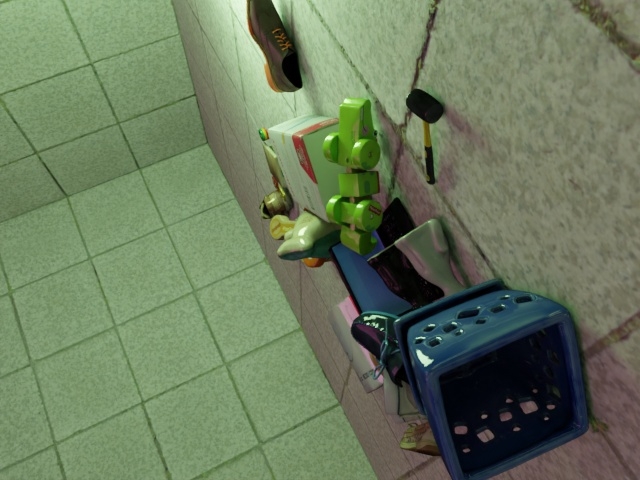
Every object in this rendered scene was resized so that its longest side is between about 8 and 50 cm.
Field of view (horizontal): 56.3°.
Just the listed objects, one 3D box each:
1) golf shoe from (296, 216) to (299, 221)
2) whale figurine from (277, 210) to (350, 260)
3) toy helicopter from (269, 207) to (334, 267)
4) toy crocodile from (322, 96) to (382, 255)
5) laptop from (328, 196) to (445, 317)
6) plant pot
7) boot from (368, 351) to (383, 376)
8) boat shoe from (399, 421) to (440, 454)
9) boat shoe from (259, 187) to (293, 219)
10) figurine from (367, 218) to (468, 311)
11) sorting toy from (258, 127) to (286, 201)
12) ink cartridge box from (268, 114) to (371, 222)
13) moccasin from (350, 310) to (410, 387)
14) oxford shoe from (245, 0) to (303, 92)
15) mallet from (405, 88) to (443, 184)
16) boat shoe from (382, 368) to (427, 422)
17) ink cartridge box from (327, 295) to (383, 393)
[{"bbox_3d":[-0.026,-0.045,2.007,0.094,0.077,0.198,68,169,-10],"label":"golf shoe"},{"bbox_3d":[0.000,0.000,1.575,0.216,0.272,0.141,-12,108,32],"label":"whale figurine"},{"bbox_3d":[-0.048,-0.048,1.847,0.355,0.140,0.235,7,96,51],"label":"toy helicopter"},{"bbox_3d":[0.082,-0.130,1.273,0.115,0.105,0.341,14,112,47],"label":"toy crocodile"},{"bbox_3d":[0.142,0.064,1.365,0.234,0.136,0.264,64,167,9],"label":"laptop"},{"bbox_3d":[0.256,0.205,0.959,0.212,0.235,0.236,-126,15,-68],"label":"plant pot"},{"bbox_3d":[0.209,0.305,1.635,0.203,0.095,0.262,-145,40,-66],"label":"boot"},{"bbox_3d":[0.307,0.578,1.754,0.285,0.104,0.089,122,161,-70],"label":"boat shoe"},{"bbox_3d":[-0.197,-0.139,2.449,0.123,0.116,0.324,65,167,7],"label":"boat shoe"},{"bbox_3d":[0.215,0.084,1.188,0.210,0.092,0.215,57,154,5],"label":"figurine"},{"bbox_3d":[-0.155,-0.275,2.186,0.132,0.046,0.275,51,160,49],"label":"sorting toy"},{"bbox_3d":[-0.009,-0.195,1.533,0.226,0.131,0.306,70,168,-21],"label":"ink cartridge box"},{"bbox_3d":[0.192,0.260,1.311,0.341,0.116,0.138,22,137,38],"label":"moccasin"},{"bbox_3d":[-0.106,-0.506,1.512,0.098,0.097,0.271,19,139,46],"label":"oxford shoe"},{"bbox_3d":[0.187,-0.164,1.012,0.062,0.039,0.190,48,163,48],"label":"mallet"},{"bbox_3d":[0.250,0.400,1.537,0.367,0.156,0.136,65,-157,-58],"label":"boat shoe"},{"bbox_3d":[0.142,0.330,1.964,0.308,0.091,0.385,63,168,16],"label":"ink cartridge box"}]
